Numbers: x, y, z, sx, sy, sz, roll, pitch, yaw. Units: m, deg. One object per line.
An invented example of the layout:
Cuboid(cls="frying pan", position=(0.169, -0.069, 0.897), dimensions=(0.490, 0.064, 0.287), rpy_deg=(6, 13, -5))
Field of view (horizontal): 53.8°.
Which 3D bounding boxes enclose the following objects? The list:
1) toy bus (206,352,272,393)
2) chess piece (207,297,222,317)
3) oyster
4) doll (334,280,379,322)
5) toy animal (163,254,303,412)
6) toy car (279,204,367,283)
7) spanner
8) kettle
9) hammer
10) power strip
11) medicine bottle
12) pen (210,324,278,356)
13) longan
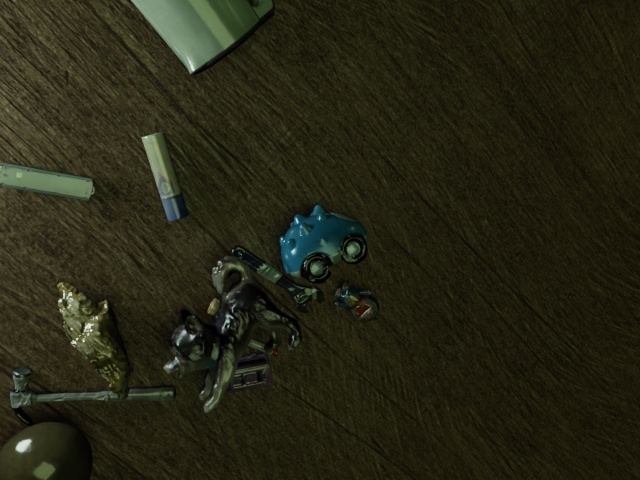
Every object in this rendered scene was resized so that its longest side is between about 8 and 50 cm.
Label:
Cuboid(cls="toy bus", position=(-0.232, 0.382, 1.805), dimensions=(0.178, 0.098, 0.087), rpy_deg=(-7, 102, -17))
Cuboid(cls="chess piece", position=(-0.257, 0.210, 1.788), dimensions=(0.122, 0.066, 0.066), rpy_deg=(32, 89, -15))
Cuboid(cls="oyster", position=(-0.576, 0.256, 1.650), dimensions=(0.110, 0.166, 0.341), rpy_deg=(-23, 84, -4))
Cuboid(cls="doll", position=(0.117, 0.189, 1.896), dimensions=(0.152, 0.085, 0.114), rpy_deg=(42, 108, -11))
Cuboid(cls="toy animal", position=(-0.267, 0.232, 1.664), dimensions=(0.344, 0.194, 0.303), rpy_deg=(-35, 97, -15))
Cuboid(cls="toy car", position=(0.000, 0.000, 1.769), dimensions=(0.255, 0.188, 0.190), rpy_deg=(-26, 100, -10))
Cuboid(cls="spanner", position=(-0.128, 0.114, 1.833), dimensions=(0.316, 0.024, 0.087), rpy_deg=(34, 94, -21))
Cuboid(cls="kettle", position=(-0.308, -0.649, 1.549), dimensions=(0.377, 0.250, 0.361), rpy_deg=(53, 53, -21))
Cuboid(cls="hammer", position=(-0.610, 0.417, 1.717), dimensions=(0.427, 0.044, 0.152), rpy_deg=(1, 100, -19))
Cuboid(cls="power strip", position=(-0.702, -0.149, 1.592), dimensions=(0.252, 0.027, 0.060), rpy_deg=(10, 97, -20))
Cuboid(cls="medicine bottle", position=(-0.410, -0.168, 1.668), dimensions=(0.059, 0.059, 0.231), rpy_deg=(-18, 104, -14))
Cuboid(cls="pen", position=(-0.221, 0.288, 1.831), dimensions=(0.218, 0.026, 0.026), rpy_deg=(27, 91, -20))
Cuboid(cls="longan", position=(-0.713, 0.589, 1.623), dimensions=(0.248, 0.248, 0.248), rpy_deg=(-3, 101, -18))
